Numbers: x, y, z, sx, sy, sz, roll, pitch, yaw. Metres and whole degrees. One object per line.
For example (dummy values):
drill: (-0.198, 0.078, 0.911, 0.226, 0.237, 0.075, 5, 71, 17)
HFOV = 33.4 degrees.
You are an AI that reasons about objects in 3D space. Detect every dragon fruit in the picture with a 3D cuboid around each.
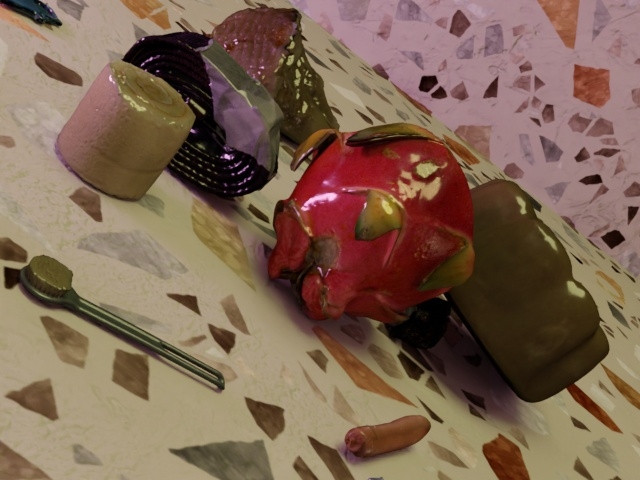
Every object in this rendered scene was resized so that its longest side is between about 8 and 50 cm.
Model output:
dragon fruit: (0.052, -0.017, 1.538, 0.226, 0.305, 0.305, -14, 53, -41)

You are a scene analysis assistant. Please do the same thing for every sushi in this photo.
sushi: (0.153, 0.125, 1.713, 0.084, 0.098, 0.094, 27, 41, -23)

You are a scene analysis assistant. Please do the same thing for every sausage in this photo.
sausage: (0.085, 0.248, 1.355, 0.043, 0.043, 0.186, 49, 21, 24)

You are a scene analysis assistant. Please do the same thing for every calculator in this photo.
calculator: (-0.487, -0.391, 1.750, 0.141, 0.019, 0.094, 18, 29, -51)

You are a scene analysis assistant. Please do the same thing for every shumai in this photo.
shumai: (-0.103, -0.298, 2.132, 0.346, 0.217, 0.283, -95, 166, -47)

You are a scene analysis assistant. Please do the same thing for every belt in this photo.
belt: (-0.178, -0.196, 1.652, 0.289, 0.184, 0.164, 44, 14, -4)

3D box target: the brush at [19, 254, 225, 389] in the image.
brush: (-0.208, 0.094, 1.171, 0.266, 0.027, 0.062, 33, 21, -22)

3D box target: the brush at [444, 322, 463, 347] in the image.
brush: (0.144, 0.062, 1.845, 0.301, 0.084, 0.071, 54, 21, 20)

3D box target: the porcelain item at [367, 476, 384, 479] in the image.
porcelain item: (0.067, 0.305, 1.215, 0.036, 0.028, 0.083, 36, 20, -19)

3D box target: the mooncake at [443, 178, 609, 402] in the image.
mooncake: (0.319, 0.079, 1.777, 0.378, 0.201, 0.378, 55, 3, -5)

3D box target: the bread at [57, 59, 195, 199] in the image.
bread: (-0.260, -0.148, 1.442, 0.134, 0.141, 0.148, 49, 21, 28)
